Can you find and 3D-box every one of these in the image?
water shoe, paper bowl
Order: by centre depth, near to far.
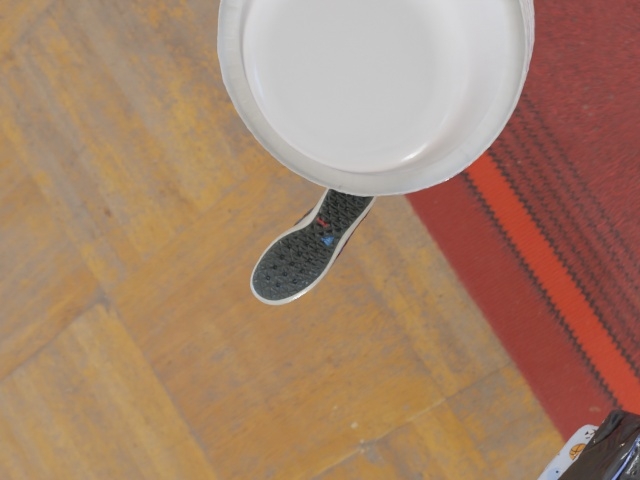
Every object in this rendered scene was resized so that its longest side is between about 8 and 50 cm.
[{"bbox_3d":[0.044,-0.175,0.818,0.284,0.148,0.284,7,117,15],"label":"paper bowl"},{"bbox_3d":[0.000,0.000,1.100,0.073,0.080,0.203,44,91,8],"label":"water shoe"}]

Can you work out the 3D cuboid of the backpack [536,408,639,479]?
[{"bbox_3d":[0.417,0.391,1.223,0.276,0.213,0.263,-44,102,-13],"label":"backpack"}]
